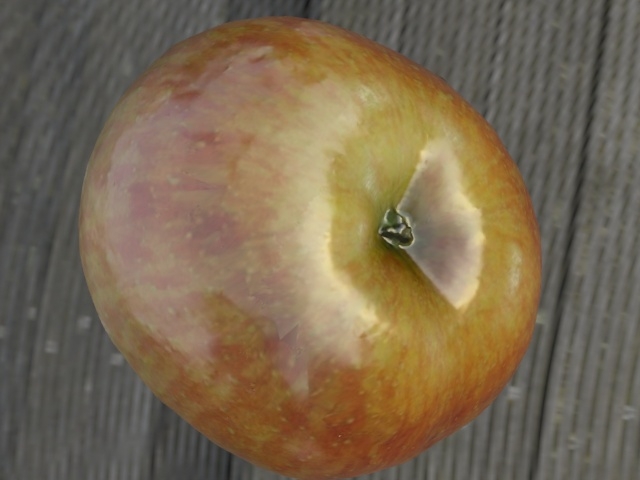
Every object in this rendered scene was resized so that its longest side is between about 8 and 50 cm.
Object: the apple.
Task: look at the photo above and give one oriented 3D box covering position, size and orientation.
[{"bbox_3d":[0.000,0.000,1.123,0.250,0.309,0.277,123,162,-62],"label":"apple"}]
